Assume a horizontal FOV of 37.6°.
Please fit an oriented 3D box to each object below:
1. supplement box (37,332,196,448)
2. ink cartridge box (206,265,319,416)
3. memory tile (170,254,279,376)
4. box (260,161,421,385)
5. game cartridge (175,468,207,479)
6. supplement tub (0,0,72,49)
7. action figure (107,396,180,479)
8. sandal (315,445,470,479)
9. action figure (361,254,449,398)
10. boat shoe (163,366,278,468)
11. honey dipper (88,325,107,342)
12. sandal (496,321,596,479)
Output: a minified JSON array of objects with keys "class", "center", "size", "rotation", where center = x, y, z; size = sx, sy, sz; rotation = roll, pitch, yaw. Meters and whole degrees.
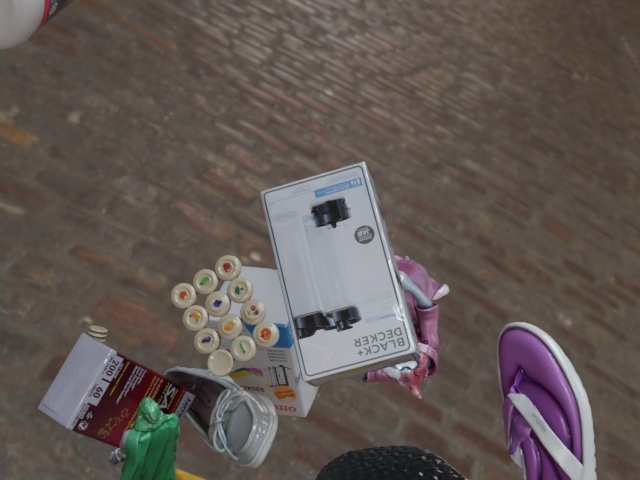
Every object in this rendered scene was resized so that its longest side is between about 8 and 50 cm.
[{"class":"supplement box","center":[-0.305,0.246,1.444],"size":[0.073,0.130,0.239],"rotation":[23,-12,32]},{"class":"ink cartridge box","center":[-0.097,0.194,1.804],"size":[0.171,0.233,0.168],"rotation":[3,36,19]},{"class":"memory tile","center":[-0.134,0.104,1.307],"size":[0.148,0.113,0.012],"rotation":[59,0,14]},{"class":"box","center":[0.029,0.050,1.367],"size":[0.087,0.169,0.290],"rotation":[54,22,-74]},{"class":"game cartridge","center":[-0.167,0.629,2.104],"size":[0.285,0.053,0.323],"rotation":[30,-3,-30]},{"class":"supplement tub","center":[-0.370,-0.380,1.180],"size":[0.191,0.191,0.272],"rotation":[29,46,1]},{"class":"action figure","center":[-0.235,0.290,1.253],"size":[0.137,0.232,0.063],"rotation":[-21,52,-37]},{"class":"sandal","center":[0.137,0.343,1.049],"size":[0.167,0.107,0.445],"rotation":[-21,17,-29]},{"class":"action figure","center":[0.154,0.200,1.909],"size":[0.275,0.248,0.370],"rotation":[36,19,-33]},{"class":"boat shoe","center":[-0.169,0.282,1.555],"size":[0.103,0.118,0.320],"rotation":[22,2,-29]},{"class":"honey dipper","center":[-0.379,0.218,1.524],"size":[0.030,0.161,0.030],"rotation":[16,6,-2]},{"class":"sandal","center":[0.359,0.340,1.526],"size":[0.102,0.169,0.417],"rotation":[-14,92,-38]}]
